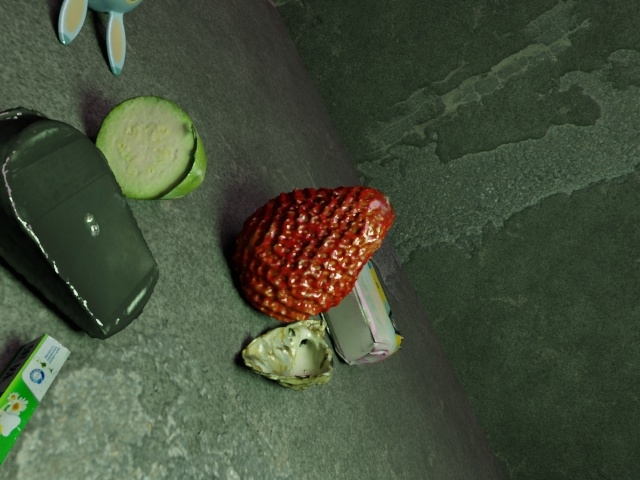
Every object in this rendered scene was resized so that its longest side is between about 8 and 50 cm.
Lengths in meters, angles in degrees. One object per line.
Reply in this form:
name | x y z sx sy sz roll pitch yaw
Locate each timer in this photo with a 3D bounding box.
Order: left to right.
timer | -0.390 -0.466 0.836 0.175 0.176 0.255 24 45 -62

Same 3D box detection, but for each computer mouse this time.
computer mouse | -0.318 -0.015 0.568 0.168 0.087 0.295 -72 146 -59

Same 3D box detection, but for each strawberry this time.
strawberry | 0.000 0.000 0.970 0.267 0.351 0.312 54 25 -4

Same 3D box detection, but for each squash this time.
squash | -0.265 -0.141 0.758 0.123 0.170 0.170 28 38 -78

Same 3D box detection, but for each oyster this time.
oyster | -0.068 0.233 0.925 0.295 0.094 0.166 11 36 -55

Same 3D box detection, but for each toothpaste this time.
toothpaste | -0.303 0.169 0.426 0.037 0.043 0.178 50 23 -27

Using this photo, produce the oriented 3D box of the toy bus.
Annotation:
toy bus | 0.076 0.163 1.262 0.162 0.171 0.385 -3 68 -59
